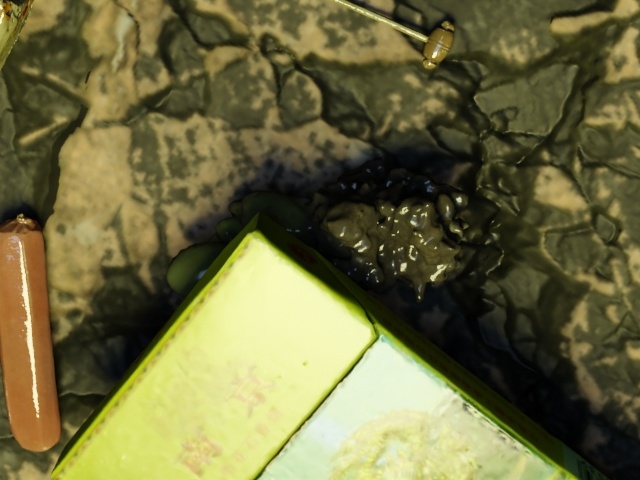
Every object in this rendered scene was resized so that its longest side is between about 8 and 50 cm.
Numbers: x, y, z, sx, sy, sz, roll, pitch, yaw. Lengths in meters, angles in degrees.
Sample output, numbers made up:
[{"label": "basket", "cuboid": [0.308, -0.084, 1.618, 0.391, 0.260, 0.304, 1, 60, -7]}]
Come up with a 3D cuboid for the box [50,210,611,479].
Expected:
[{"label": "box", "cuboid": [0.040, 0.155, 0.940, 0.335, 0.047, 0.187, 38, 108, -8]}]

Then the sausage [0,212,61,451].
[{"label": "sausage", "cuboid": [-0.173, 0.055, 0.999, 0.035, 0.030, 0.147, -3, 106, 5]}]

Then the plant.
[{"label": "plant", "cuboid": [0.000, 0.000, 0.953, 0.174, 0.085, 0.087, -10, 81, 12]}]

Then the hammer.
[{"label": "hammer", "cuboid": [0.016, -0.131, 0.944, 0.123, 0.014, 0.029, 24, 97, -1]}]

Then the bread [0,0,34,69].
[{"label": "bread", "cuboid": [-0.207, -0.074, 0.944, 0.028, 0.068, 0.154, 31, 105, -4]}]
